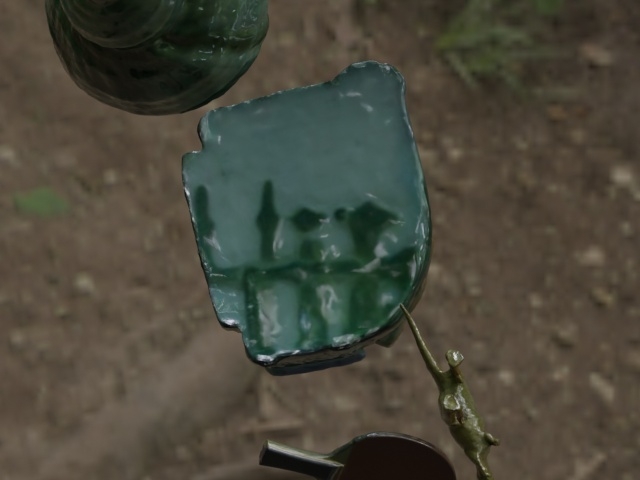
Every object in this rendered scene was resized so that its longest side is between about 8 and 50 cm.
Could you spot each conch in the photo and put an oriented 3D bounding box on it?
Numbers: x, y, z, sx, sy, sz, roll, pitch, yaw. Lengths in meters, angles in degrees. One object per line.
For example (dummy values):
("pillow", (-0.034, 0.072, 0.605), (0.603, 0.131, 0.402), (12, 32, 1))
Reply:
("conch", (-0.152, -0.211, 1.706), (0.220, 0.195, 0.277), (22, -1, 10))

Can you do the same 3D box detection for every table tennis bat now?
("table tennis bat", (0.029, 0.182, 1.515), (0.158, 0.095, 0.014), (16, 31, -14))

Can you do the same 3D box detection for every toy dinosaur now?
("toy dinosaur", (0.119, 0.147, 1.775), (0.039, 0.126, 0.162), (-24, 44, -7))

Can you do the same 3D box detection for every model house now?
("model house", (0.000, 0.000, 2.164), (0.252, 0.329, 0.295), (-14, 79, 0))
